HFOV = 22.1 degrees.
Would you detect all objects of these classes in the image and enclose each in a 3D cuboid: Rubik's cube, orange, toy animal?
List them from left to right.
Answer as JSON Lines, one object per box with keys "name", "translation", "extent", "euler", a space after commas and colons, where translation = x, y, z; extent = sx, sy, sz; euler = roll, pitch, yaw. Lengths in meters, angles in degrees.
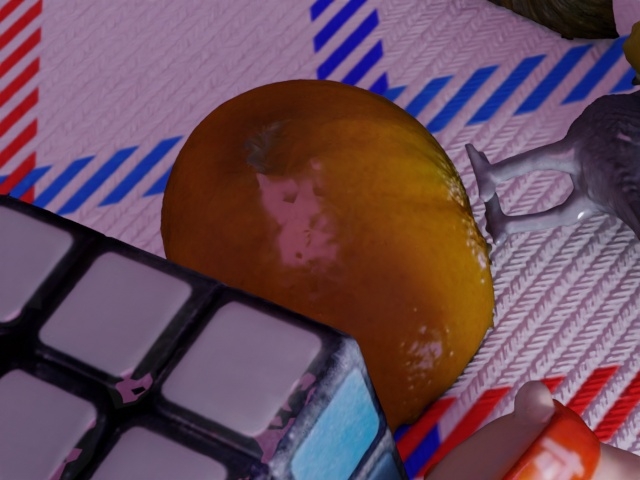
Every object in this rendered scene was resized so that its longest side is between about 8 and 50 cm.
{"name": "Rubik's cube", "translation": [-0.140, 0.204, 1.063], "extent": [0.303, 0.305, 0.301], "euler": [20, 62, 31]}
{"name": "orange", "translation": [-0.004, -0.001, 1.320], "extent": [0.274, 0.274, 0.310], "euler": [-16, 19, 5]}
{"name": "toy animal", "translation": [0.139, 0.193, 1.049], "extent": [0.171, 0.198, 0.171], "euler": [-12, 50, 14]}
{"name": "toy animal", "translation": [0.210, -0.050, 1.252], "extent": [0.205, 0.081, 0.367], "euler": [-8, 25, 22]}

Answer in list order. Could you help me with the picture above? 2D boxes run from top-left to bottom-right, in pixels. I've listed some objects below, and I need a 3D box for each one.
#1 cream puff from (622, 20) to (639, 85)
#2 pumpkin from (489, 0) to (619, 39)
{"name": "cream puff", "translation": [0.391, -0.220, 1.216], "extent": [0.274, 0.270, 0.323], "euler": [23, 35, 28]}
{"name": "pumpkin", "translation": [0.196, -0.313, 1.472], "extent": [0.280, 0.139, 0.190], "euler": [30, 67, 32]}
